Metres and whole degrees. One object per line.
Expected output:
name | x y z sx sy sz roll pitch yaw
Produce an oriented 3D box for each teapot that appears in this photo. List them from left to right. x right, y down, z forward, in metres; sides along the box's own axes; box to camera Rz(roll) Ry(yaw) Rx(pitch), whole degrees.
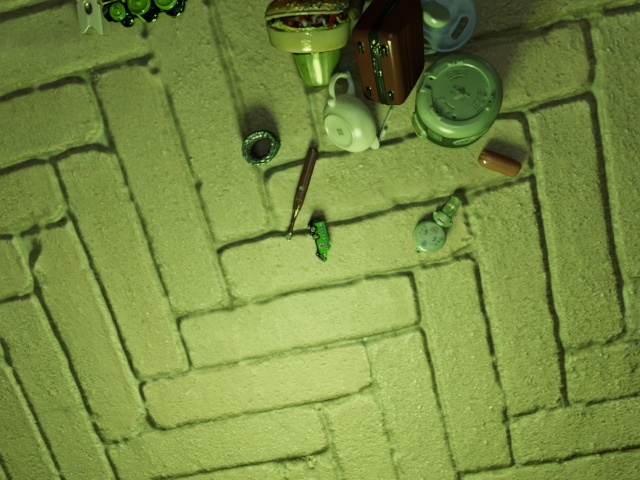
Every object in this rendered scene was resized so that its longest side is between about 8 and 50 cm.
teapot | 0.103 -0.426 1.734 0.165 0.208 0.300 -28 118 -21

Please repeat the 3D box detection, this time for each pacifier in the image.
pacifier | 0.372 -0.720 1.637 0.279 0.207 0.227 29 115 -5

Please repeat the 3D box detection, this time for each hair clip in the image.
hair clip | -0.781 -0.874 1.711 0.101 0.085 0.331 2 111 4

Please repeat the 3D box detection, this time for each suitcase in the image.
suitcase | 0.223 -0.605 1.604 0.161 0.297 0.236 19 64 26

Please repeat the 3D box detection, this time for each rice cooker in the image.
rice cooker | 0.446 -0.447 1.669 0.288 0.277 0.289 0 88 8

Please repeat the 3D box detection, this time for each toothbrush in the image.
toothbrush | -0.076 -0.168 1.889 0.040 0.041 0.364 17 105 -2
toothbrush | 0.260 -0.486 1.799 0.024 0.018 0.257 17 105 -5

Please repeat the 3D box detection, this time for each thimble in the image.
thimble | -0.217 -0.337 1.823 0.135 0.090 0.118 -41 100 11

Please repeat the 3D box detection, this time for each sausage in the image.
sausage | 0.643 -0.278 1.814 0.154 0.062 0.062 20 105 -2

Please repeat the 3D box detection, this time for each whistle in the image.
whistle | 0.436 -0.055 1.884 0.126 0.067 0.258 36 99 6

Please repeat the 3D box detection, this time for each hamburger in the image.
hamburger | -0.035 -0.711 1.616 0.300 0.300 0.176 -2 121 3

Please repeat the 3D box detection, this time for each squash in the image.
squash | -0.008 -0.607 1.715 0.170 0.170 0.123 -6 124 4

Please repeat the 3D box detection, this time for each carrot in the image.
carrot | 0.124 -0.786 1.581 0.070 0.342 0.070 7 140 6

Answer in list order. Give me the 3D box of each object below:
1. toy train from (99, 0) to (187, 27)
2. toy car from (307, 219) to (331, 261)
toy train | -0.600 -0.828 1.709 0.296 0.100 0.161 -10 97 6
toy car | 0.000 0.000 1.916 0.062 0.071 0.165 -17 104 -7
